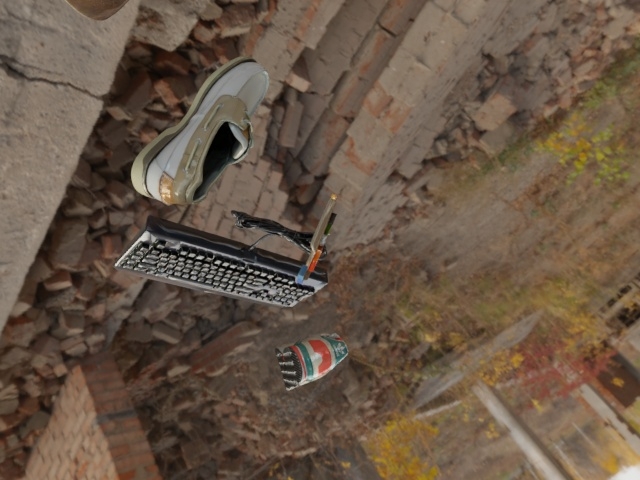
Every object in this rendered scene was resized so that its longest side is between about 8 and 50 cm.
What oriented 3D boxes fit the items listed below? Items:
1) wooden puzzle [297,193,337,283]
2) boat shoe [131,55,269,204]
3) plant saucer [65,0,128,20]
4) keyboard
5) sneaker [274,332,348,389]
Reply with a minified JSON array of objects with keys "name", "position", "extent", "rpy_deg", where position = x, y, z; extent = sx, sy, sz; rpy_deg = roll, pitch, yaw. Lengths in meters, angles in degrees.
[{"name":"wooden puzzle","position":[0.000,0.000,0.540],"extent":[0.078,0.014,0.116],"rpy_deg":[105,6,-63]},{"name":"boat shoe","position":[-0.155,-0.168,0.806],"extent":[0.302,0.104,0.113],"rpy_deg":[-58,159,-25]},{"name":"plant saucer","position":[-0.197,-0.347,0.418],"extent":[0.050,0.310,0.310],"rpy_deg":[-4,143,-1]},{"name":"keyboard","position":[-0.113,0.030,0.759],"extent":[0.317,0.033,0.201],"rpy_deg":[18,132,-38]},{"name":"sneaker","position":[-0.010,0.147,0.639],"extent":[0.076,0.057,0.161],"rpy_deg":[-15,169,-14]}]
